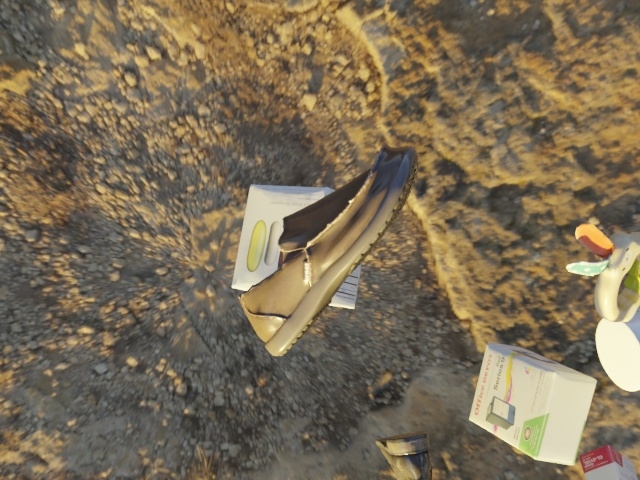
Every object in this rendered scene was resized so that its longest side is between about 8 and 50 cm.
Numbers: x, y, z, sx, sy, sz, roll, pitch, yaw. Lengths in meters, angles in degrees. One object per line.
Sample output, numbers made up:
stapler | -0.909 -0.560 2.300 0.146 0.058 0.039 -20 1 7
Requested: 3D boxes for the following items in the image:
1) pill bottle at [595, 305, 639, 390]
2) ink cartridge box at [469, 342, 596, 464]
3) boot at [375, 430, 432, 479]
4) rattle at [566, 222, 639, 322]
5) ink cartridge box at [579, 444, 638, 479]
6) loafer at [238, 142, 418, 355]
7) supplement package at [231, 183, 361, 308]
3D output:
pill bottle | 0.611 0.144 1.384 0.301 0.169 0.169 -14 90 -16
ink cartridge box | 0.369 0.283 1.511 0.093 0.212 0.154 13 93 -21
boot | 0.166 0.461 1.514 0.091 0.263 0.229 -11 78 -1
rattle | 0.412 0.053 1.077 0.130 0.199 0.143 -44 51 2
ink cartridge box | 0.608 0.528 1.742 0.072 0.175 0.127 -29 133 26
loafer | 0.000 0.000 1.211 0.130 0.134 0.366 39 104 5
supplement package | -0.036 0.010 1.609 0.149 0.194 0.203 17 80 -50
